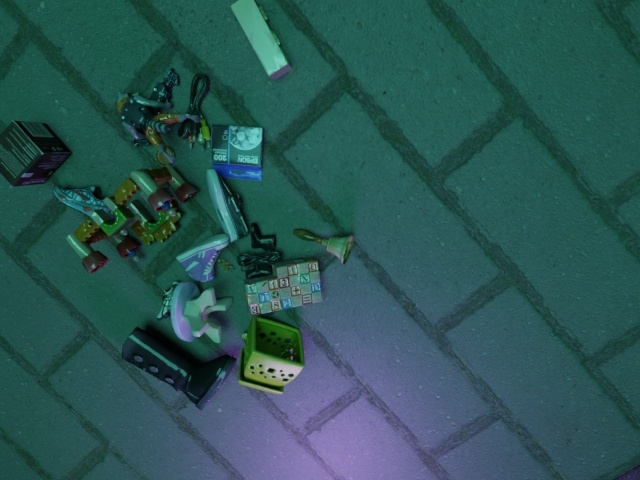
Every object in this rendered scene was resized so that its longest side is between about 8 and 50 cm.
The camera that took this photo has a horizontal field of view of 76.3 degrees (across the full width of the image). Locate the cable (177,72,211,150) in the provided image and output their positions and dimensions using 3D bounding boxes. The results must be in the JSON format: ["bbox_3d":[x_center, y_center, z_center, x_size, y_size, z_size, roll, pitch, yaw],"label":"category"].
[{"bbox_3d":[-0.491,-0.503,1.605,0.139,0.072,0.288,4,90,23],"label":"cable"}]

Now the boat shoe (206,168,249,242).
[{"bbox_3d":[-0.366,-0.148,1.631,0.102,0.108,0.302,-24,101,-26],"label":"boat shoe"}]

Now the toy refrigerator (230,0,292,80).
[{"bbox_3d":[-0.207,-0.737,1.483,0.094,0.102,0.270,-28,97,11],"label":"toy refrigerator"}]

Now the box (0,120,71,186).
[{"bbox_3d":[-1.173,-0.349,1.641,0.203,0.168,0.167,-39,96,13],"label":"box"}]

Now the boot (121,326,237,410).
[{"bbox_3d":[-0.617,0.504,1.746,0.445,0.146,0.367,37,120,0],"label":"boot"}]

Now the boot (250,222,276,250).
[{"bbox_3d":[-0.235,-0.014,1.671,0.099,0.045,0.121,2,109,8],"label":"boot"}]

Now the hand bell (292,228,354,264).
[{"bbox_3d":[0.000,0.000,1.630,0.241,0.126,0.126,18,104,14],"label":"hand bell"}]

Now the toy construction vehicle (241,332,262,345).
[{"bbox_3d":[-0.296,0.437,1.782,0.085,0.035,0.098,-16,108,10],"label":"toy construction vehicle"}]

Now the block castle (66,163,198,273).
[{"bbox_3d":[-0.705,-0.074,1.580,0.453,0.303,0.213,-39,96,14],"label":"block castle"}]

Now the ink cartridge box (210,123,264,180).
[{"bbox_3d":[-0.330,-0.347,1.611,0.206,0.045,0.209,5,104,5],"label":"ink cartridge box"}]

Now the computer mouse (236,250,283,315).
[{"bbox_3d":[-0.235,0.176,1.700,0.188,0.072,0.273,-7,98,3],"label":"computer mouse"}]

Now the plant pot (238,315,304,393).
[{"bbox_3d":[-0.213,0.481,1.667,0.226,0.228,0.207,22,111,-17],"label":"plant pot"}]

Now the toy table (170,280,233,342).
[{"bbox_3d":[-0.493,0.303,1.683,0.160,0.252,0.275,6,127,20],"label":"toy table"}]

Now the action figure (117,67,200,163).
[{"bbox_3d":[-0.627,-0.493,1.536,0.329,0.178,0.342,28,99,14],"label":"action figure"}]

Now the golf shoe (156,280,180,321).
[{"bbox_3d":[-0.655,0.263,1.770,0.094,0.077,0.198,43,97,7],"label":"golf shoe"}]

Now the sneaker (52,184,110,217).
[{"bbox_3d":[-0.982,-0.178,1.709,0.261,0.104,0.125,28,84,-1],"label":"sneaker"}]

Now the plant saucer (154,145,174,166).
[{"bbox_3d":[-0.634,-0.344,1.661,0.083,0.013,0.084,1,102,6],"label":"plant saucer"}]

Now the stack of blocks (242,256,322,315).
[{"bbox_3d":[-0.153,0.179,1.622,0.296,0.087,0.172,-10,101,-16],"label":"stack of blocks"}]

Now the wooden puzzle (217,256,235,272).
[{"bbox_3d":[-0.404,0.106,1.735,0.083,0.006,0.049,44,103,-4],"label":"wooden puzzle"}]

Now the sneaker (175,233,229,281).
[{"bbox_3d":[-0.451,0.078,1.677,0.281,0.102,0.161,-22,104,32],"label":"sneaker"}]
